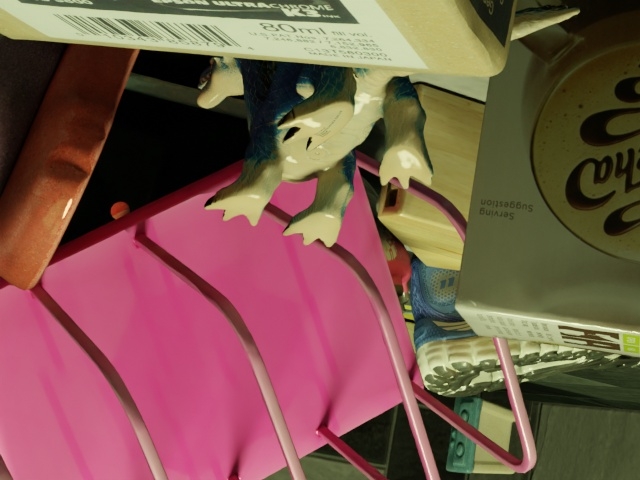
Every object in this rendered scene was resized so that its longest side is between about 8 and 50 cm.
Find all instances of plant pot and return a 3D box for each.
[{"bbox_3d":[-0.166,-0.006,1.021,0.247,0.248,0.252,12,-172,-20],"label":"plant pot"}]

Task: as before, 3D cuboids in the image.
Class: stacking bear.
[{"bbox_3d":[-0.255,-0.098,0.762,0.289,0.175,0.164,24,135,-12],"label":"stacking bear"}]

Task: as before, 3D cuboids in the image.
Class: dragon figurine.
[{"bbox_3d":[0.010,-0.092,0.728,0.085,0.144,0.289,15,151,-22],"label":"dragon figurine"}]

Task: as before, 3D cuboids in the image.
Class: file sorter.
[{"bbox_3d":[-0.049,0.096,0.833,0.291,0.202,0.182,-27,-153,-17],"label":"file sorter"}]

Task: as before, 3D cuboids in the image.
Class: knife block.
[{"bbox_3d":[0.183,-0.019,1.011,0.242,0.088,0.276,7,171,16],"label":"knife block"}]

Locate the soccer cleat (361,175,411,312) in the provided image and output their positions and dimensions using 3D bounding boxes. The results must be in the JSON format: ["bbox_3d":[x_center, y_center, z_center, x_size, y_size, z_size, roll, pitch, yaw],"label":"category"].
[{"bbox_3d":[0.000,0.000,1.128,0.116,0.143,0.331,-20,175,2],"label":"soccer cleat"}]

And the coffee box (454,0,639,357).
[{"bbox_3d":[0.226,-0.020,0.689,0.297,0.168,0.119,8,171,14],"label":"coffee box"}]

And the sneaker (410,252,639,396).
[{"bbox_3d":[0.223,0.027,1.197,0.330,0.147,0.130,-6,161,-23],"label":"sneaker"}]

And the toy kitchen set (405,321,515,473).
[{"bbox_3d":[0.121,0.171,1.633,0.122,0.166,0.207,14,169,-25],"label":"toy kitchen set"}]

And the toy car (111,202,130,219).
[{"bbox_3d":[-0.164,0.042,1.391,0.238,0.210,0.219,5,160,23],"label":"toy car"}]

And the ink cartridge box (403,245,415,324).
[{"bbox_3d":[0.103,0.062,1.707,0.303,0.072,0.307,15,168,-37],"label":"ink cartridge box"}]

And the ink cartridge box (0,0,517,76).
[{"bbox_3d":[-0.058,-0.134,0.532,0.235,0.088,0.193,7,172,21],"label":"ink cartridge box"}]
